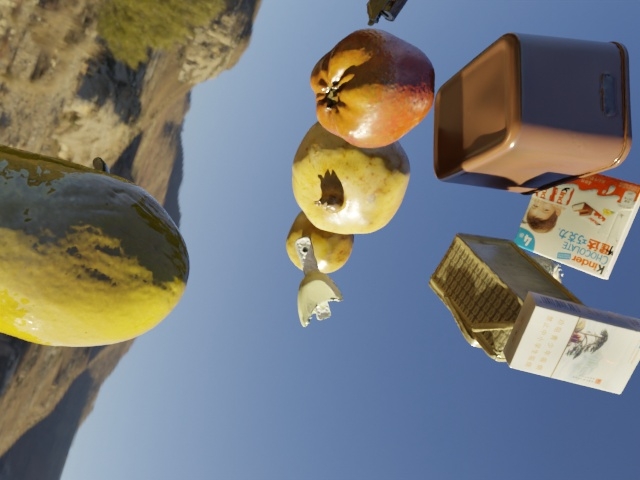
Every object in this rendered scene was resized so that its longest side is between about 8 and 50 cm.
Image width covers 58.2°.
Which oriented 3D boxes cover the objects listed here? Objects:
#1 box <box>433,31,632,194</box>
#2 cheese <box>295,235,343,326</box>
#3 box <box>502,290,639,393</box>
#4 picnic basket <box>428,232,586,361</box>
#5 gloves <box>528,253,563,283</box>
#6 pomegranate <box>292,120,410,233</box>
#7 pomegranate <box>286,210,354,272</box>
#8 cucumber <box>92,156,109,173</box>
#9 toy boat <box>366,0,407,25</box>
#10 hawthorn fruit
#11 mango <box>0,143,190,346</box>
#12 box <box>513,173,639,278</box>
[{"bbox_3d":[0.393,-0.238,1.143,0.339,0.230,0.239,154,-62,-74],"label":"box"},{"bbox_3d":[-0.021,0.104,1.539,0.050,0.127,0.234,-172,-115,-87],"label":"cheese"},{"bbox_3d":[0.501,0.202,1.130,0.067,0.233,0.149,-77,-178,-65],"label":"box"},{"bbox_3d":[0.441,0.144,1.385,0.312,0.228,0.175,55,-50,47],"label":"picnic basket"},{"bbox_3d":[0.670,0.090,1.790,0.153,0.114,0.070,13,-119,41],"label":"gloves"},{"bbox_3d":[0.072,-0.161,1.522,0.342,0.343,0.342,-50,-151,42],"label":"pomegranate"},{"bbox_3d":[0.002,-0.002,1.856,0.233,0.233,0.233,-50,-151,42],"label":"pomegranate"},{"bbox_3d":[-0.497,-0.153,1.311,0.036,0.033,0.184,-62,-146,16],"label":"cucumber"},{"bbox_3d":[0.197,-0.656,1.493,0.226,0.088,0.068,-56,-176,2],"label":"toy boat"},{"bbox_3d":[0.081,-0.230,0.867,0.189,0.189,0.189,-50,-151,42],"label":"hawthorn fruit"},{"bbox_3d":[-0.288,0.011,0.609,0.142,0.332,0.195,-3,-105,48],"label":"mango"},{"bbox_3d":[0.706,-0.063,1.588,0.273,0.048,0.264,25,-78,40],"label":"box"}]
